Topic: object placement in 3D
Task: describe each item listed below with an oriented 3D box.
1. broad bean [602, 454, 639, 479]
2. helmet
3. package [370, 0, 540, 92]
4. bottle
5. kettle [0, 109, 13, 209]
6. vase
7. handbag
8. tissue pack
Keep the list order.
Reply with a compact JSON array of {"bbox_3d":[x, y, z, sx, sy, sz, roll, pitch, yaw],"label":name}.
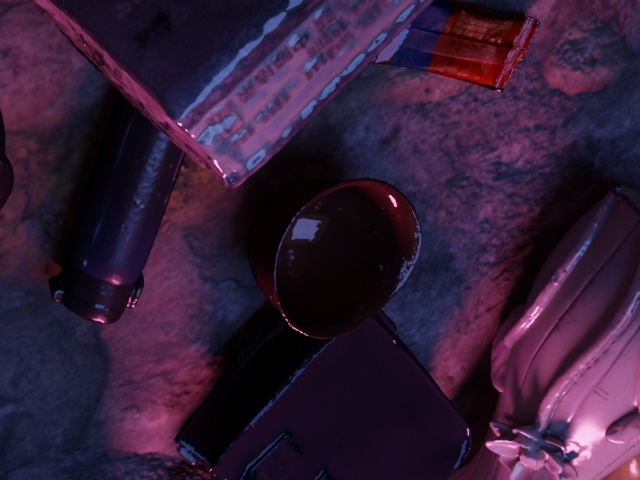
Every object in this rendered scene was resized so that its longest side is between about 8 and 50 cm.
[{"bbox_3d":[0.452,0.259,2.115,0.189,0.121,0.263,5,114,-41],"label":"broad bean"},{"bbox_3d":[0.000,0.000,1.563,0.175,0.106,0.155,-20,120,-30],"label":"helmet"},{"bbox_3d":[0.124,-0.192,1.585,0.200,0.022,0.083,7,114,-41],"label":"package"},{"bbox_3d":[-0.161,-0.043,1.425,0.082,0.072,0.244,14,113,-25],"label":"bottle"},{"bbox_3d":[-0.327,-0.009,1.229,0.271,0.207,0.251,-52,131,-7],"label":"kettle"},{"bbox_3d":[0.294,0.167,1.847,0.250,0.250,0.445,12,116,-44],"label":"vase"},{"bbox_3d":[-0.004,0.212,1.713,0.269,0.118,0.326,-49,137,-10],"label":"handbag"},{"bbox_3d":[-0.020,-0.261,1.221,0.394,0.288,0.124,-44,138,-5],"label":"tissue pack"}]
